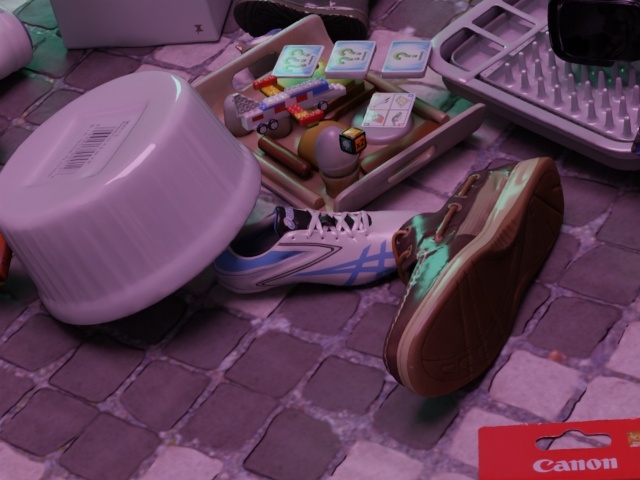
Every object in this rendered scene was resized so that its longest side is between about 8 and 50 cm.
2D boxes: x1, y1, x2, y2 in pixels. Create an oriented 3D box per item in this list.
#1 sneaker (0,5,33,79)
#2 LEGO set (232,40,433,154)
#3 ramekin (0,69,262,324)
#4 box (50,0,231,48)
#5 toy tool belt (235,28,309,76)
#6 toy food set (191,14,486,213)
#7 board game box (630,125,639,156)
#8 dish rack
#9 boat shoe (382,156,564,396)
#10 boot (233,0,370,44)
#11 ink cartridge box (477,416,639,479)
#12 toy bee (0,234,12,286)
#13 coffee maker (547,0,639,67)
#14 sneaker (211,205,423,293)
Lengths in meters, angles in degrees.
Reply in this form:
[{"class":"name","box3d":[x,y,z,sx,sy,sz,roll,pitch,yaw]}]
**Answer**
[{"class":"sneaker","box3d":[-0.525,-0.268,2.042,0.305,0.114,0.152,19,48,30]},{"class":"LEGO set","box3d":[0.015,-0.174,1.725,0.182,0.060,0.244,2,35,14]},{"class":"ramekin","box3d":[-0.213,-0.055,1.651,0.277,0.135,0.277,-25,31,16]},{"class":"box","box3d":[-0.222,-0.428,2.108,0.214,0.168,0.345,-2,43,13]},{"class":"toy tool belt","box3d":[-0.061,-0.242,1.951,0.083,0.052,0.051,-21,50,-11]},{"class":"toy food set","box3d":[0.008,-0.153,1.802,0.219,0.092,0.306,-34,46,-23]},{"class":"board game box","box3d":[0.486,-0.190,1.618,0.232,0.141,0.291,22,57,9]},{"class":"dish rack","box3d":[0.318,-0.200,1.797,0.285,0.072,0.332,-37,47,-27]},{"class":"boat shoe","box3d":[0.130,0.028,1.560,0.123,0.123,0.342,5,40,31]},{"class":"boot","box3d":[-0.002,-0.339,2.027,0.189,0.076,0.209,9,51,3]},{"class":"ink cartridge box","box3d":[0.223,0.221,1.355,0.180,0.056,0.225,-4,40,8]},{"class":"toy bee","box3d":[-0.485,0.000,1.722,0.298,0.162,0.195,30,67,0]},{"class":"coffee maker","box3d":[0.314,-0.282,1.769,0.171,0.120,0.178,-11,35,37]},{"class":"sneaker","box3d":[0.000,0.000,1.640,0.237,0.086,0.085,-9,40,1]}]
